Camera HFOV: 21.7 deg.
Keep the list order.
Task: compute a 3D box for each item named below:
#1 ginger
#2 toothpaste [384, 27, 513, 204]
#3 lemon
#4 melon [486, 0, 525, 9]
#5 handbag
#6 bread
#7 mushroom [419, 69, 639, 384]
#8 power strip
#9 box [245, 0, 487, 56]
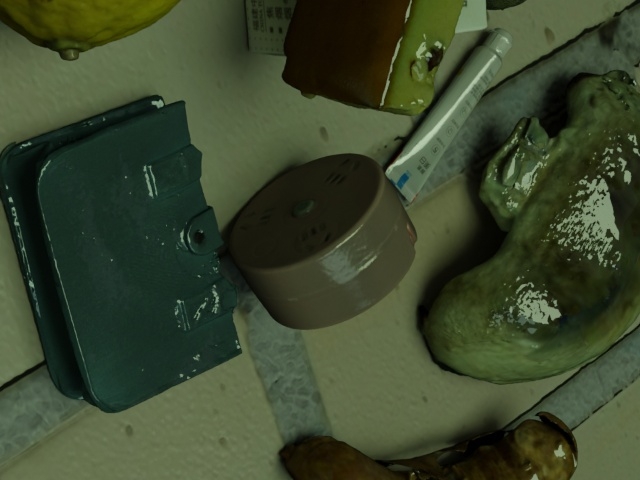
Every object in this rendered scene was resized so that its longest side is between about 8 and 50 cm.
[{"bbox_3d":[0.110,0.241,1.585,0.309,0.107,0.133,-6,115,-34],"label":"ginger"},{"bbox_3d":[0.124,-0.123,1.584,0.190,0.031,0.048,-55,129,-14],"label":"toothpaste"},{"bbox_3d":[-0.172,-0.244,1.217,0.192,0.192,0.231,8,87,-40],"label":"lemon"},{"bbox_3d":[0.162,-0.278,1.544,0.098,0.098,0.131,-16,108,-36],"label":"melon"},{"bbox_3d":[-0.152,0.011,1.359,0.179,0.062,0.229,-23,112,-34],"label":"handbag"},{"bbox_3d":[0.072,-0.275,1.327,0.077,0.138,0.361,18,87,-40],"label":"bread"},{"bbox_3d":[0.245,-0.004,1.637,0.344,0.130,0.247,-49,128,-23],"label":"mushroom"},{"bbox_3d":[0.000,0.000,1.427,0.154,0.154,0.078,-47,126,-23],"label":"power strip"},{"bbox_3d":[0.034,-0.334,1.433,0.210,0.095,0.330,-13,107,-36],"label":"box"}]
